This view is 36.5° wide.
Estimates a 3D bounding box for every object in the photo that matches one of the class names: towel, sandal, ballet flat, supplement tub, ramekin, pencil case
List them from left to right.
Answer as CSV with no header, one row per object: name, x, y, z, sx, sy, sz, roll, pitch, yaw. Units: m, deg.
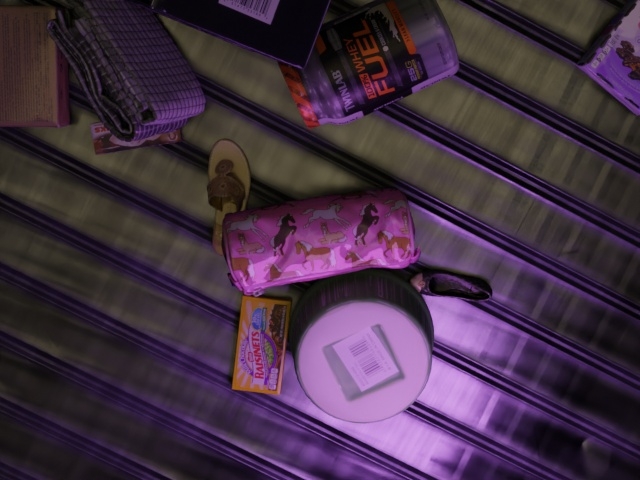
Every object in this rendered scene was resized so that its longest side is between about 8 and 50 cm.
towel,-0.366,-0.326,1.823,0.121,0.235,0.284,-34,90,24
sandal,-0.187,-0.082,1.955,0.088,0.079,0.240,2,100,0
pencil case,0.000,0.000,1.911,0.385,0.160,0.167,-11,112,-6
ramekin,0.084,0.218,1.955,0.303,0.148,0.304,0,106,1
supplement tub,0.089,-0.345,1.853,0.315,0.193,0.194,-25,99,4
ballet flat,0.270,0.093,2.000,0.173,0.049,0.058,6,99,-1

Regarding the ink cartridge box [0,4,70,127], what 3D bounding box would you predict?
ink cartridge box,-0.599,-0.341,1.906,0.193,0.088,0.235,2,100,1

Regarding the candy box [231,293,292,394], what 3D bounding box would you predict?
candy box,-0.123,0.218,2.033,0.105,0.027,0.206,7,99,2

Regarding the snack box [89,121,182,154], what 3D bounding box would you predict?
snack box,-0.371,-0.218,1.960,0.178,0.022,0.064,-9,98,1

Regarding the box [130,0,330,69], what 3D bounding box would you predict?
box,-0.176,-0.456,1.740,0.296,0.294,0.183,18,98,-28

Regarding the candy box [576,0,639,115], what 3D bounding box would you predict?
candy box,0.634,-0.372,1.910,0.164,0.070,0.196,37,98,-6
